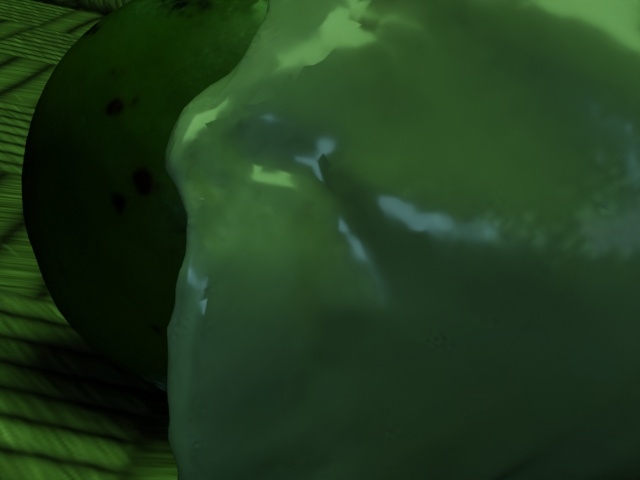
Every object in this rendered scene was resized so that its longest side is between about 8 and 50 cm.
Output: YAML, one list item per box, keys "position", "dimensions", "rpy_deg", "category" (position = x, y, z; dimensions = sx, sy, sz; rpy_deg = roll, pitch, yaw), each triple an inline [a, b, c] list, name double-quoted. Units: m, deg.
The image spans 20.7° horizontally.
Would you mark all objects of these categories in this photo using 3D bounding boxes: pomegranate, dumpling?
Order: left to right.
- position: [0.000, 0.000, 0.847]
  dimensions: [0.302, 0.236, 0.236]
  rpy_deg: [47, 14, 0]
  category: "pomegranate"
- position: [0.068, 0.044, 0.605]
  dimensions: [0.243, 0.318, 0.187]
  rpy_deg: [-43, 38, -20]
  category: "dumpling"
